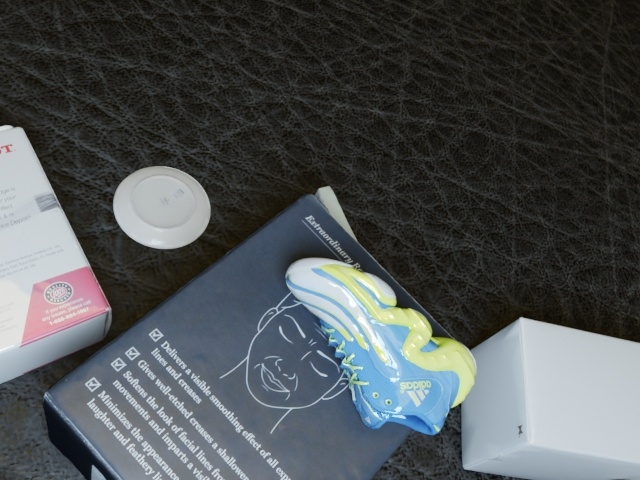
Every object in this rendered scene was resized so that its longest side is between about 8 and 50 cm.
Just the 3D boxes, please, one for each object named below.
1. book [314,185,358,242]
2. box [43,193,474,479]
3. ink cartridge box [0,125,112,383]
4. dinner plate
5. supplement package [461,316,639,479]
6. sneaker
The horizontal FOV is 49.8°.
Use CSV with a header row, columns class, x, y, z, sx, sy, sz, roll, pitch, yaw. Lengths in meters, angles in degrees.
class,x,y,z,sx,sy,sz,roll,pitch,yaw
book,0.000,0.000,0.992,0.035,0.144,0.096,-15,69,-26
box,-0.070,0.188,0.825,0.293,0.212,0.395,46,58,8
ink cartridge box,-0.413,0.023,0.847,0.207,0.117,0.283,-22,73,-28
dinner plate,-0.232,-0.053,1.015,0.141,0.017,0.141,10,59,-17
supplement package,0.369,0.241,0.975,0.293,0.177,0.175,13,60,-14
sneaker,0.053,0.119,0.728,0.240,0.091,0.126,31,58,-3
